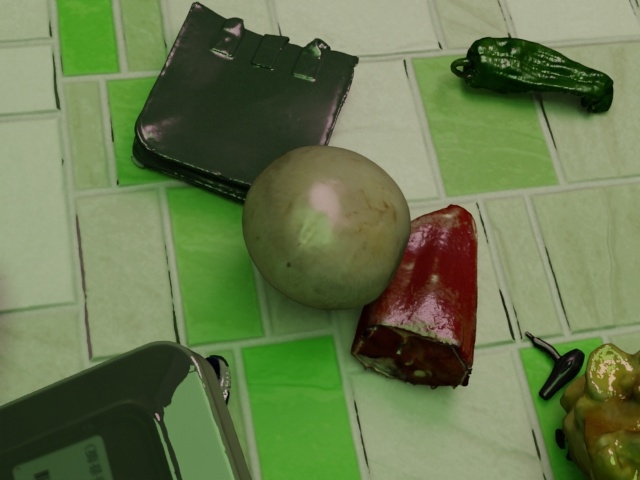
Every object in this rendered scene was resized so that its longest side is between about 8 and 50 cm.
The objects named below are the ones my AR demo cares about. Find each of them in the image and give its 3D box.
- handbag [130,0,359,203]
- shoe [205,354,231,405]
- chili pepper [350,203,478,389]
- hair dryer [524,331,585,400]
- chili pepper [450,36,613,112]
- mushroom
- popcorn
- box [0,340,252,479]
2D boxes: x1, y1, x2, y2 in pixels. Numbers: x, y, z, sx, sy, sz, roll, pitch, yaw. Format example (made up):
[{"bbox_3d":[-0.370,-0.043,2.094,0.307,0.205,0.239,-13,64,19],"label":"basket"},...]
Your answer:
[{"bbox_3d":[-0.100,-0.181,1.220,0.248,0.079,0.260,20,65,-1],"label":"handbag"},{"bbox_3d":[-0.173,0.216,1.031,0.106,0.091,0.207,33,70,0],"label":"shoe"},{"bbox_3d":[0.130,0.055,1.152,0.144,0.136,0.252,-12,47,34],"label":"chili pepper"},{"bbox_3d":[0.289,0.155,1.172,0.079,0.031,0.083,-44,66,-13],"label":"hair dryer"},{"bbox_3d":[0.308,-0.240,1.310,0.257,0.074,0.100,8,66,-6],"label":"chili pepper"},{"bbox_3d":[0.003,-0.017,1.083,0.207,0.209,0.206,0,91,-19],"label":"mushroom"},{"bbox_3d":[0.393,0.249,1.040,0.252,0.215,0.286,32,28,-37],"label":"popcorn"},{"bbox_3d":[-0.238,0.327,0.916,0.373,0.090,0.367,-24,71,4],"label":"box"}]
